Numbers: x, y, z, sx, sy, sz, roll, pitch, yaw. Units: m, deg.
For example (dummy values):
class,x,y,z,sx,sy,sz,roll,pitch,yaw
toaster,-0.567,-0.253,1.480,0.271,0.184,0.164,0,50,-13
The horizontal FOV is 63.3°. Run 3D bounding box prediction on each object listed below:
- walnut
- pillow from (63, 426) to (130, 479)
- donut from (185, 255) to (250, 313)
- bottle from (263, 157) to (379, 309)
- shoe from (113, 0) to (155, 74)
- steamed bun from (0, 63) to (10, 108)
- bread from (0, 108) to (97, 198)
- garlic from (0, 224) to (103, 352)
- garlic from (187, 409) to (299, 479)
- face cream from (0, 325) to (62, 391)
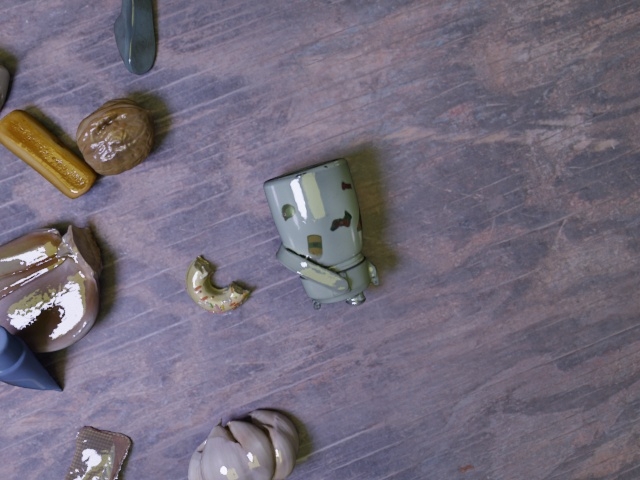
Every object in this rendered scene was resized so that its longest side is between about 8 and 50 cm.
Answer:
class,x,y,z,sx,sy,sz,roll,pitch,yaw
walnut,-0.460,-0.239,1.183,0.184,0.155,0.155,-37,99,-3
pillow,-0.569,0.583,1.293,0.135,0.034,0.211,18,69,-10
donut,-0.268,0.126,1.286,0.166,0.065,0.108,35,93,-8
bottle,0.000,0.000,1.234,0.229,0.229,0.352,-16,101,-4
shoe,-0.436,-0.487,1.204,0.078,0.079,0.195,14,106,28
steamed bun,-0.830,-0.322,1.131,0.200,0.155,0.250,32,90,-9
bread,-0.632,-0.194,1.207,0.239,0.074,0.092,43,75,-10
garlic,-0.645,0.122,1.209,0.325,0.132,0.279,-34,85,-1
garlic,-0.196,0.533,1.286,0.281,0.185,0.203,-25,83,-2
face cream,-0.668,0.275,1.136,0.135,0.385,0.086,15,60,-7
